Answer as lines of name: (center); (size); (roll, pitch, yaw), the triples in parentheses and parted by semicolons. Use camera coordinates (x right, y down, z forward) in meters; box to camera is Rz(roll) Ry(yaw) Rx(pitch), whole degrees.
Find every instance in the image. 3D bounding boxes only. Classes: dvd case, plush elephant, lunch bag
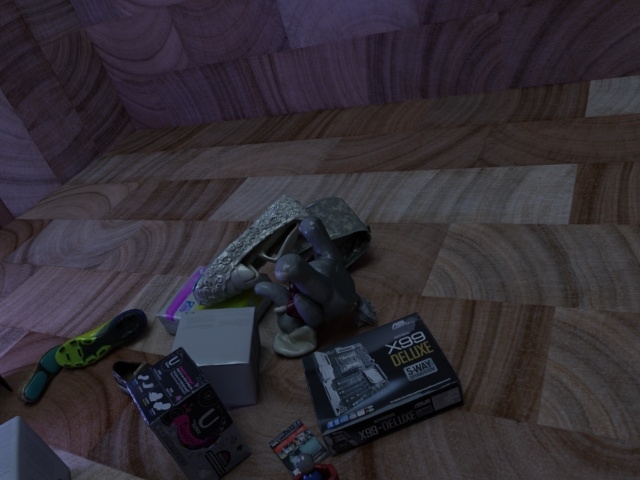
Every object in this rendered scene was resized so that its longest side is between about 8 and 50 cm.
dvd case: (-0.048, 0.448, 1.150); (0.087, 0.013, 0.119); (-34, 34, -21)
plush elephant: (-0.045, 0.145, 1.398); (0.255, 0.330, 0.272); (-30, 24, 28)
lunch bag: (0.000, 0.000, 1.645); (0.286, 0.169, 0.235); (-27, 35, -4)

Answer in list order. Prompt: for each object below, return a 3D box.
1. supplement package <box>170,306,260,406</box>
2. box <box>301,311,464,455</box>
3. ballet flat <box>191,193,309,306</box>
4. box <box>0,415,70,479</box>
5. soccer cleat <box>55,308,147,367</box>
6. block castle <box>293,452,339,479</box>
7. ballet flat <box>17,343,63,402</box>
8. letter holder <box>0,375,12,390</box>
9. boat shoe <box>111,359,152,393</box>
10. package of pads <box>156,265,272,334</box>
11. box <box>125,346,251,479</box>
supplement package: (-0.256, 0.290, 1.337); (0.194, 0.149, 0.203); (-4, 33, 0)
box: (0.129, 0.310, 1.200); (0.307, 0.077, 0.242); (-21, 32, -1)
ballet flat: (-0.180, 0.041, 1.482); (0.409, 0.147, 0.147); (-48, 39, -11)
box: (-0.633, 0.574, 1.087); (0.168, 0.215, 0.345); (-29, 33, -14)
soccer cleat: (-0.668, 0.304, 1.650); (0.289, 0.094, 0.121); (-28, 3, -6)
block castle: (-0.137, 0.533, 0.796); (0.452, 0.213, 0.303); (-24, 10, -8)
ballet flat: (-0.837, 0.395, 1.600); (0.067, 0.073, 0.206); (-21, 26, 25)
letter holder: (-1.015, 0.376, 1.500); (0.214, 0.302, 0.152); (9, 42, 36)
boat shoe: (-0.456, 0.369, 1.406); (0.257, 0.095, 0.095); (1, 38, 29)
package of pads: (-0.302, 0.187, 1.592); (0.296, 0.101, 0.229); (4, 41, 32)
box: (-0.276, 0.383, 1.148); (0.142, 0.247, 0.163); (-35, 36, -21)
